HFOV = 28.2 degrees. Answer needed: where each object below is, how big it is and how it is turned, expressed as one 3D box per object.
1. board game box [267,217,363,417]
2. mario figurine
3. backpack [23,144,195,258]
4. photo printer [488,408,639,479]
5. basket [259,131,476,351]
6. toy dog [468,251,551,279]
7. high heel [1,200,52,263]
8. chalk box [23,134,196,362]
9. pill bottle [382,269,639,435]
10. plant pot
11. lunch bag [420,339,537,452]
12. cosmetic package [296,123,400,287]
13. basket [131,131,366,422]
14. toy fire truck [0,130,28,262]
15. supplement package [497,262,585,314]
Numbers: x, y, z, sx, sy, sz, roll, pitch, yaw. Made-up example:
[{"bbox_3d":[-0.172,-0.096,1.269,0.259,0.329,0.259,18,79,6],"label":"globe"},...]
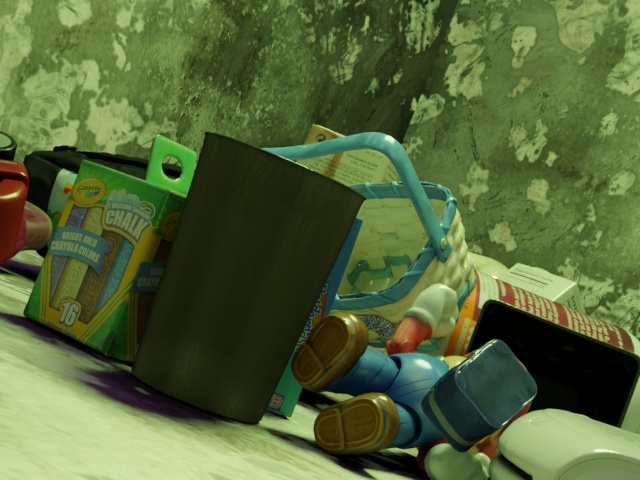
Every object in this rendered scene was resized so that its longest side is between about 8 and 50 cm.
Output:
[{"bbox_3d":[-0.029,0.065,1.327,0.047,0.210,0.160,21,0,-13],"label":"board game box"},{"bbox_3d":[0.121,0.139,1.248,0.170,0.198,0.320,6,-5,35],"label":"mario figurine"},{"bbox_3d":[-0.187,0.007,1.699,0.355,0.273,0.290,-1,-10,19],"label":"backpack"},{"bbox_3d":[0.294,0.229,1.066,0.307,0.107,0.256,18,-1,-1],"label":"photo printer"},{"bbox_3d":[0.043,-0.003,1.501,0.254,0.201,0.289,-3,-51,41],"label":"basket"},{"bbox_3d":[0.258,0.192,2.210,0.408,0.284,0.395,25,33,-50],"label":"toy dog"},{"bbox_3d":[-0.518,-0.072,1.541,0.377,0.127,0.181,17,5,12],"label":"high heel"},{"bbox_3d":[-0.171,0.006,1.252,0.132,0.213,0.132,21,-1,37],"label":"chalk box"},{"bbox_3d":[0.292,0.193,1.693,0.392,0.224,0.224,21,-1,-8],"label":"pill bottle"},{"bbox_3d":[0.238,0.200,1.470,0.187,0.188,0.167,21,-13,7],"label":"plant pot"},{"bbox_3d":[0.141,0.139,1.142,0.098,0.065,0.067,-29,79,-46],"label":"lunch bag"},{"bbox_3d":[0.000,0.000,1.842,0.129,0.296,0.153,22,-4,12],"label":"cosmetic package"},{"bbox_3d":[-0.072,0.037,1.155,0.154,0.227,0.204,21,-2,13],"label":"basket"},{"bbox_3d":[-0.397,-0.038,1.271,0.217,0.158,0.246,7,27,-24],"label":"toy fire truck"},{"bbox_3d":[0.281,0.166,1.950,0.134,0.244,0.139,21,-41,53],"label":"supplement package"}]
